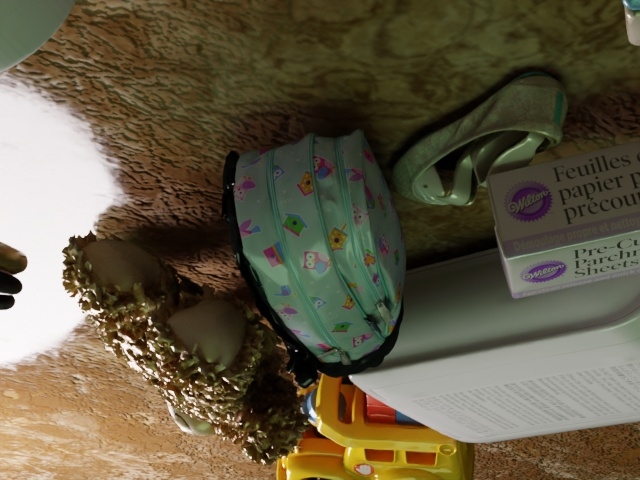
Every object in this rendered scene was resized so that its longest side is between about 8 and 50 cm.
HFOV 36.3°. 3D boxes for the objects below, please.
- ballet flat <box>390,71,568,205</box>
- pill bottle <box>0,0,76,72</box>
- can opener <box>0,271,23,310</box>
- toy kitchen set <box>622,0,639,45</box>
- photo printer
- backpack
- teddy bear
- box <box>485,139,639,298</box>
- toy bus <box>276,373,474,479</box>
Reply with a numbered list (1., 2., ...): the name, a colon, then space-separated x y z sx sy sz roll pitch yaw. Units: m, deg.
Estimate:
1. ballet flat: 0.098 -0.053 0.647 0.057 0.052 0.168 16 151 -23
2. pill bottle: -0.194 -0.167 0.383 0.121 0.121 0.221 -6 152 18
3. can opener: -0.365 0.038 0.879 0.186 0.073 0.059 13 145 -37
4. toy kitchen set: 0.048 -0.144 0.350 0.207 0.122 0.166 -7 169 19
5. photo printer: 0.208 0.089 0.850 0.307 0.107 0.256 -17 147 33
6. backpack: 0.000 0.000 0.688 0.115 0.152 0.182 -18 146 7
7. teddy bear: -0.109 0.099 0.812 0.245 0.113 0.338 31 169 0
8. box: 0.266 -0.036 0.589 0.323 0.063 0.067 -12 149 9
9. toy bus: 0.054 0.191 1.051 0.220 0.149 0.211 1 140 11
